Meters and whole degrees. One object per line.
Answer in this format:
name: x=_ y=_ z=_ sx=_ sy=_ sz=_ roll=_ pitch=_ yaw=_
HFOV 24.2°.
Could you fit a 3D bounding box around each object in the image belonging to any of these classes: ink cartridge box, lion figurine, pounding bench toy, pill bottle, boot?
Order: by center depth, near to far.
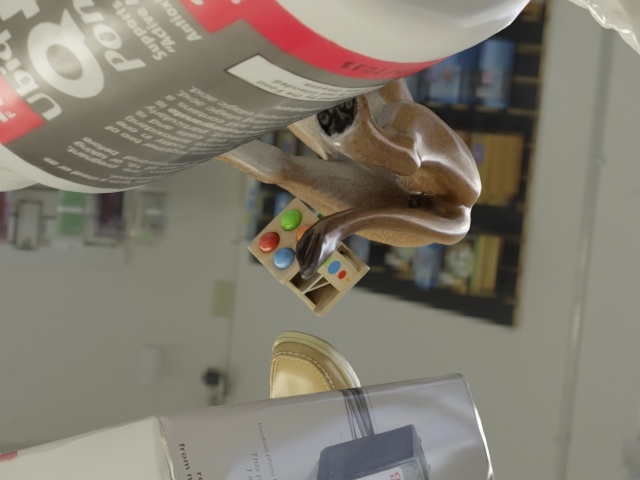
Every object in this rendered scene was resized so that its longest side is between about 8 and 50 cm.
pill bottle: x=-0.071 y=-0.120 z=0.640 sx=0.176 sy=0.176 sz=0.318 roll=1 pitch=167 yaw=-41
ink cartridge box: x=-0.044 y=0.121 z=0.647 sx=0.159 sy=0.092 sz=0.218 roll=-18 pitch=168 yaw=35
lion figurine: x=0.013 y=-0.098 z=0.922 sx=0.142 sy=0.392 sz=0.240 roll=-35 pitch=140 yaw=24
pounding bench toy: x=0.000 y=0.000 z=1.098 sx=0.052 sy=0.083 sz=0.065 roll=44 pitch=180 yaw=45
boot: x=-0.037 y=0.240 z=1.516 sx=0.095 sy=0.262 sz=0.203 roll=15 pitch=-134 yaw=20

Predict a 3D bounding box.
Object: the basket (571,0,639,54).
basket: x=0.282 y=-0.300 z=0.928 sx=0.331 sy=0.266 sz=0.328 roll=42 pitch=157 yaw=18
